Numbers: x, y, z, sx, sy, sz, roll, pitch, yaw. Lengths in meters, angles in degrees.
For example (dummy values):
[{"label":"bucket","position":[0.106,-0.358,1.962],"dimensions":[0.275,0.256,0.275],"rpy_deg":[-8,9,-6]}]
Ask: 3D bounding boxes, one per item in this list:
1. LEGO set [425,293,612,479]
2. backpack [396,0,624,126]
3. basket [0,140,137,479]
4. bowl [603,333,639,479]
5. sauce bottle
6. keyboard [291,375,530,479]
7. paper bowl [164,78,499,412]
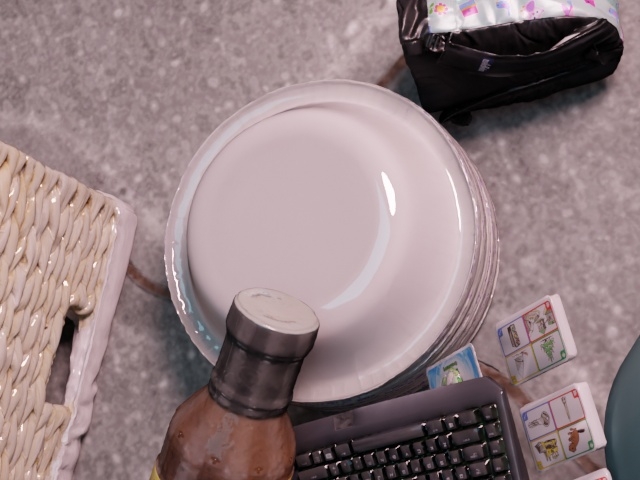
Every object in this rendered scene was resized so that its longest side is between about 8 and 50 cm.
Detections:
[{"label":"LEGO set","position":[0.153,0.164,1.093],"dimensions":[0.244,0.060,0.182],"rpy_deg":[-41,60,55]},{"label":"backpack","position":[0.163,-0.181,1.190],"dimensions":[0.182,0.152,0.115],"rpy_deg":[-11,70,11]},{"label":"basket","position":[-0.388,0.067,1.261],"dimensions":[0.331,0.266,0.328],"rpy_deg":[10,80,20]},{"label":"bowl","position":[0.328,0.146,0.997],"dimensions":[0.312,0.163,0.311],"rpy_deg":[9,66,-20]},{"label":"sauce bottle","position":[-0.085,0.202,1.130],"dimensions":[0.111,0.111,0.344],"rpy_deg":[29,116,23]},{"label":"keyboard","position":[0.040,0.236,1.122],"dimensions":[0.317,0.033,0.201],"rpy_deg":[-22,79,40]},{"label":"paper bowl","position":[0.000,0.000,1.200],"dimensions":[0.284,0.148,0.284],"rpy_deg":[-4,77,20]}]
